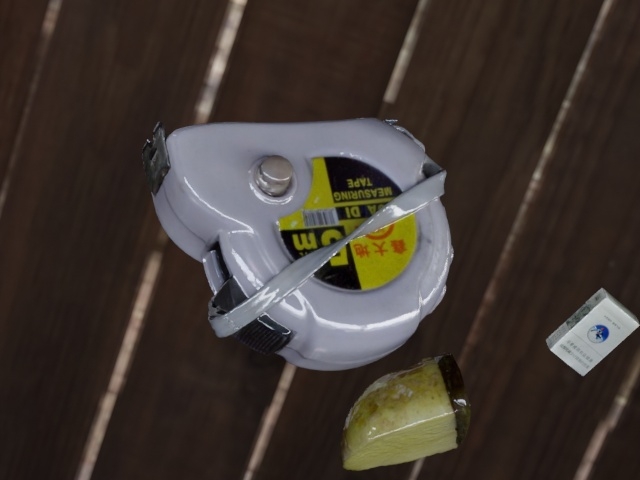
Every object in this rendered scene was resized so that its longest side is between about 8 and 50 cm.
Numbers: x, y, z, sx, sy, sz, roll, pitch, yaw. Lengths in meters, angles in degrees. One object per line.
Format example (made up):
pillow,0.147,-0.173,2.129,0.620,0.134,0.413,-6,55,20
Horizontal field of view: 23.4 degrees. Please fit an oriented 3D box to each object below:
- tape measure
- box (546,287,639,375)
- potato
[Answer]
tape measure,0.000,0.000,1.174,0.236,0.120,0.197,-5,68,-23
box,0.284,0.096,1.617,0.054,0.083,0.024,39,18,-19
potato,0.059,0.135,1.221,0.103,0.096,0.066,-13,62,-9
